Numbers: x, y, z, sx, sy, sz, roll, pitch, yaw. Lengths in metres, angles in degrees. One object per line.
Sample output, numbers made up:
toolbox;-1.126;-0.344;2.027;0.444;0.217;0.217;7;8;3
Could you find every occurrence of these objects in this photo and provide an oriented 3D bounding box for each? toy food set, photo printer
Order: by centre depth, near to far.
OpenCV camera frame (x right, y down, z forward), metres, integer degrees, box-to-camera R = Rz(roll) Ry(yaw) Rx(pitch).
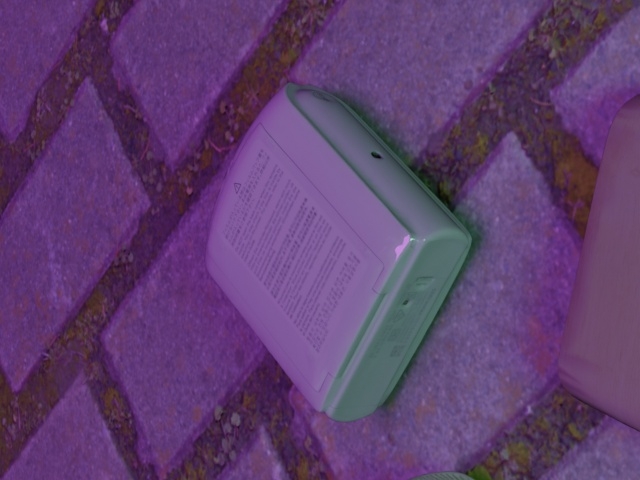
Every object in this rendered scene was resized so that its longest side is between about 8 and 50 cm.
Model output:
toy food set;0.324;0.034;1.371;0.219;0.092;0.306;27;109;58
photo printer;0.000;0.000;1.711;0.307;0.107;0.256;49;124;38

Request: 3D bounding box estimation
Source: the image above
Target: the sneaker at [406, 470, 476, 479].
sneaker;0.182;0.370;1.503;0.350;0.131;0.148;45;130;45
